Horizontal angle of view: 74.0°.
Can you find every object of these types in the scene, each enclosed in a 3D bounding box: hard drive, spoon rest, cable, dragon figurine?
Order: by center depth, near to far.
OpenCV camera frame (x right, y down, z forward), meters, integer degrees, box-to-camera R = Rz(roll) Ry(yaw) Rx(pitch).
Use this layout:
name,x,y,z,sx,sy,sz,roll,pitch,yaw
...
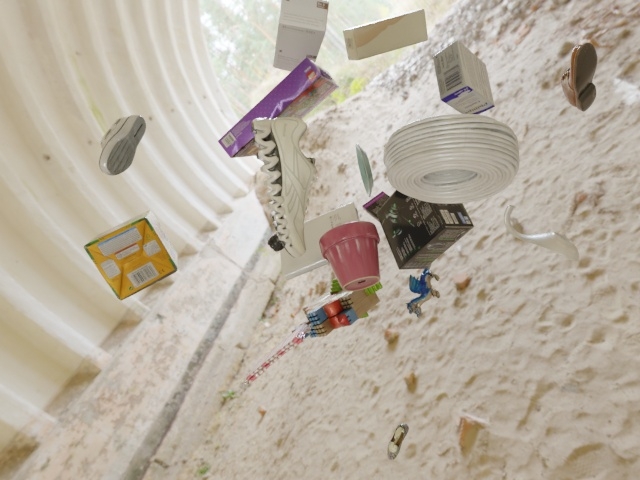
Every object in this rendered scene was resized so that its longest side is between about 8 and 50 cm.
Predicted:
name,x,y,z,sx,sy,sz,roll,pitch,yaw
cable,0.252,-0.152,0.841,0.257,0.257,0.089,121,153,-74
spoon rest,0.734,-0.013,1.427,0.137,0.276,0.084,-5,-49,-49
hard drive,0.000,0.000,1.718,0.353,0.047,0.233,-22,48,15
dragon figurine,0.443,0.191,1.872,0.144,0.085,0.289,-13,71,38

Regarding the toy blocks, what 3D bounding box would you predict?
name,x,y,z,sx,sy,sz,roll,pitch,yaw
toy blocks,0.041,0.282,1.666,0.261,0.191,0.381,-30,3,-42

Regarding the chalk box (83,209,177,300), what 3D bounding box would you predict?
name,x,y,z,sx,sy,sz,roll,pitch,yaw
chalk box,-0.552,0.027,1.276,0.180,0.179,0.289,-29,18,-13

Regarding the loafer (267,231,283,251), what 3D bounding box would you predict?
name,x,y,z,sx,sy,sz,roll,pitch,yaw
loafer,-0.116,-0.022,1.529,0.078,0.076,0.223,-46,-2,22

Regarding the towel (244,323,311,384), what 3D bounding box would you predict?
name,x,y,z,sx,sy,sz,roll,pitch,yaw
towel,-0.112,0.304,1.137,0.197,0.029,0.144,-40,-3,7

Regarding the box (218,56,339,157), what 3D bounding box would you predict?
name,x,y,z,sx,sy,sz,roll,pitch,yaw
box,-0.099,-0.322,1.068,0.293,0.057,0.201,-36,3,19

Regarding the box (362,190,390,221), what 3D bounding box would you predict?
name,x,y,z,sx,sy,sz,roll,pitch,yaw
box,0.270,-0.132,1.792,0.116,0.029,0.162,-35,46,-10

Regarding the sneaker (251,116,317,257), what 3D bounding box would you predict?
name,x,y,z,sx,sy,sz,roll,pitch,yaw
sneaker,-0.057,-0.106,0.863,0.118,0.292,0.110,-13,16,-10

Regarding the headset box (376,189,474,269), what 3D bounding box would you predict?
name,x,y,z,sx,sy,sz,roll,pitch,yaw
headset box,0.337,-0.064,1.446,0.283,0.131,0.246,-54,45,47

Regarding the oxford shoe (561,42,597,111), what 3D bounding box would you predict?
name,x,y,z,sx,sy,sz,roll,pitch,yaw
oxford shoe,0.642,-0.412,1.071,0.076,0.212,0.076,-44,52,2

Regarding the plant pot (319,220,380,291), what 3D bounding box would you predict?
name,x,y,z,sx,sy,sz,roll,pitch,yaw
plant pot,0.110,0.061,1.389,0.201,0.201,0.180,-38,58,44

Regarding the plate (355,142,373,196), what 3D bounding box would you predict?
name,x,y,z,sx,sy,sz,roll,pitch,yaw
plate,0.154,-0.241,1.447,0.024,0.188,0.188,-14,15,1

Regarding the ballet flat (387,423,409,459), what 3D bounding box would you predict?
name,x,y,z,sx,sy,sz,roll,pitch,yaw
ballet flat,0.229,0.609,1.291,0.114,0.041,0.041,-61,14,-9

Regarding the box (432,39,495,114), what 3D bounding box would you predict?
name,x,y,z,sx,sy,sz,roll,pitch,yaw
box,0.342,-0.379,1.012,0.072,0.137,0.126,-21,67,44

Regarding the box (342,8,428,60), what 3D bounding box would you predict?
name,x,y,z,sx,sy,sz,roll,pitch,yaw
box,0.265,-0.842,1.743,0.311,0.121,0.148,-20,27,-8

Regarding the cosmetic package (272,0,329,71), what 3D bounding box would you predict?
name,x,y,z,sx,sy,sz,roll,pitch,yaw
cosmetic package,-0.057,-0.525,1.096,0.231,0.117,0.086,166,110,-81

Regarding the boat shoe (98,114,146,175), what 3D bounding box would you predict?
name,x,y,z,sx,sy,sz,roll,pitch,yaw
boat shoe,-0.535,-0.250,1.118,0.226,0.075,0.083,-81,-11,-45
